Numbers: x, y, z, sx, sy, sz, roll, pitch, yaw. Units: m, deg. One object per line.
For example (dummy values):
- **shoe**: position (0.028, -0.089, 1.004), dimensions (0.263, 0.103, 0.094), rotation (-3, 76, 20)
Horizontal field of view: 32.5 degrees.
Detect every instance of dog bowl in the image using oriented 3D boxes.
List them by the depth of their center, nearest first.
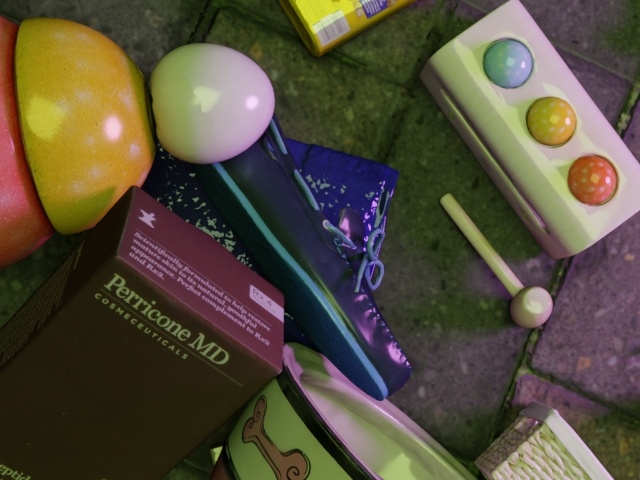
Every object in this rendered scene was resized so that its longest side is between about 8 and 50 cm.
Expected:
- **dog bowl**: position (0.066, 0.286, 1.061), dimensions (0.408, 0.408, 0.150), rotation (42, 94, 0)

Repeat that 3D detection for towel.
- **towel**: position (-0.085, -0.018, 1.232), dimensions (0.308, 0.076, 0.227), rotation (18, 76, -3)

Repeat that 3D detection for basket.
- **basket**: position (0.260, 0.276, 1.214), dimensions (0.103, 0.113, 0.167), rotation (-38, 89, -4)

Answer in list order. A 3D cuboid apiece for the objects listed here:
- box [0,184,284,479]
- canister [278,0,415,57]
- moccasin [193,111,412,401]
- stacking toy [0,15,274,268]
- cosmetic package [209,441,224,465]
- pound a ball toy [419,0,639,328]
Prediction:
- **box**: position (-0.226, 0.152, 1.058), dimensions (0.191, 0.143, 0.381), rotation (37, 112, -21)
- **canister**: position (0.038, -0.304, 1.269), dimensions (0.170, 0.073, 0.126), rotation (-31, 88, -7)
- **moccasin**: position (0.000, 0.000, 1.132), dimensions (0.117, 0.138, 0.342), rotation (-32, 84, -19)
- **stacking toy**: position (-0.282, -0.098, 1.061), dimensions (0.480, 0.350, 0.350), rotation (-6, 85, -2)
- **cosmetic package**: position (-0.081, 0.276, 1.213), dimensions (0.060, 0.041, 0.115), rotation (-16, 86, -7)
- **pound a ball toy**: position (0.229, -0.084, 1.234), dimensions (0.208, 0.136, 0.319), rotation (-35, 88, -8)
